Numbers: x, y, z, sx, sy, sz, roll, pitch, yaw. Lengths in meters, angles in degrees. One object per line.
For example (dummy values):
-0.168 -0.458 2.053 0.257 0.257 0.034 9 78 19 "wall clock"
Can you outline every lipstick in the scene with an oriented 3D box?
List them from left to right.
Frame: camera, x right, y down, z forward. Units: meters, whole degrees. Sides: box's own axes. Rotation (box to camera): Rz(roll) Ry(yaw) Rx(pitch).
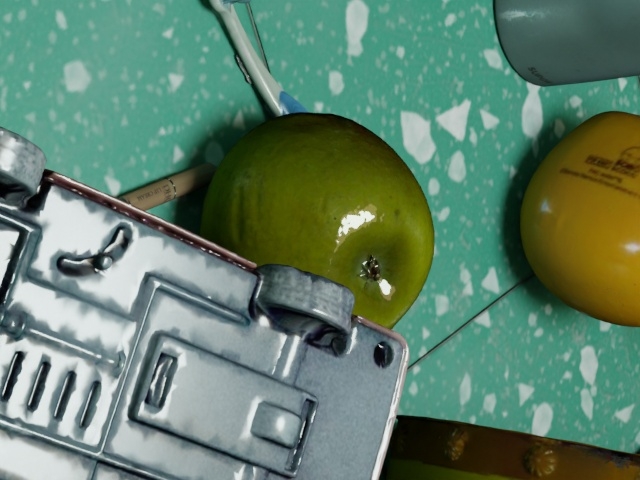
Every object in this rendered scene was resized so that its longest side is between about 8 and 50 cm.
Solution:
-0.118 -0.039 1.317 0.094 0.019 0.019 -26 111 -42 "lipstick"

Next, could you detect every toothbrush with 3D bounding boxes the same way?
-0.015 -0.084 1.415 0.040 0.040 0.386 -49 129 -31 "toothbrush"

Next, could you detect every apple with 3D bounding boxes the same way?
0.000 0.000 1.335 0.196 0.157 0.196 -14 115 -33 "apple"

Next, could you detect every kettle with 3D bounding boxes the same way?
0.320 -0.211 1.595 0.210 0.243 0.160 36 68 -43 "kettle"

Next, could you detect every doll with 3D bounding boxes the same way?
0.304 0.002 1.627 0.213 0.213 0.236 -59 142 -25 "doll"

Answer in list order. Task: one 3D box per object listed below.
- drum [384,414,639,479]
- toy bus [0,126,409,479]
0.243 0.289 1.427 0.431 0.431 0.214 20 79 -45 "drum"
-0.166 0.075 1.075 0.427 0.233 0.203 26 74 -32 "toy bus"
